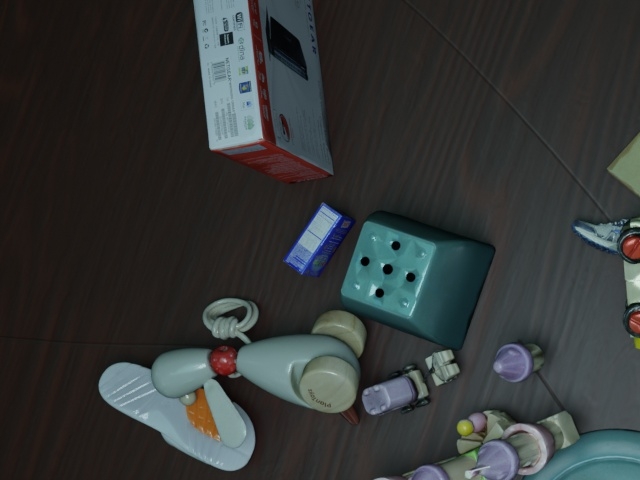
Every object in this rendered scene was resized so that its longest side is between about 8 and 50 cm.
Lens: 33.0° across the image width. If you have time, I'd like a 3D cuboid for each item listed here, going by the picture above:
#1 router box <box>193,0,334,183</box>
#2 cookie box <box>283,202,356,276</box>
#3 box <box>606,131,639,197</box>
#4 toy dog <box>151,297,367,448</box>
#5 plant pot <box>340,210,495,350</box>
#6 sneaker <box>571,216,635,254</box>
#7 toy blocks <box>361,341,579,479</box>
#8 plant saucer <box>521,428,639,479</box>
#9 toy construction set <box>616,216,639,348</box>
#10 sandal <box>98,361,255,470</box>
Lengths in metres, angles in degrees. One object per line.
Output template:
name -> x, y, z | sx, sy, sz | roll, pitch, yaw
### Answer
router box -> -0.083, -0.272, 1.586 | 0.082, 0.301, 0.335 | -10, 82, 18
cookie box -> 0.000, 0.000, 1.638 | 0.040, 0.092, 0.107 | 36, 95, 15
box -> 0.530, -0.123, 1.509 | 0.164, 0.021, 0.201 | 43, 99, 18
toy dog -> -0.067, 0.214, 1.598 | 0.334, 0.220, 0.161 | 4, 123, 36
plant pot -> 0.123, 0.051, 1.515 | 0.165, 0.234, 0.165 | 19, 91, 20
sneaker -> 0.423, -0.008, 1.522 | 0.135, 0.052, 0.058 | 21, 86, 10
toy blocks -> 0.169, 0.294, 1.419 | 0.288, 0.260, 0.309 | -32, 73, 37
plant saucer -> 0.410, 0.419, 1.480 | 0.318, 0.044, 0.317 | -2, 83, 19
toy construction set -> 0.506, 0.050, 1.416 | 0.215, 0.151, 0.327 | -3, 89, 20
sandal -> -0.219, 0.270, 1.690 | 0.265, 0.076, 0.102 | 27, 70, 8
